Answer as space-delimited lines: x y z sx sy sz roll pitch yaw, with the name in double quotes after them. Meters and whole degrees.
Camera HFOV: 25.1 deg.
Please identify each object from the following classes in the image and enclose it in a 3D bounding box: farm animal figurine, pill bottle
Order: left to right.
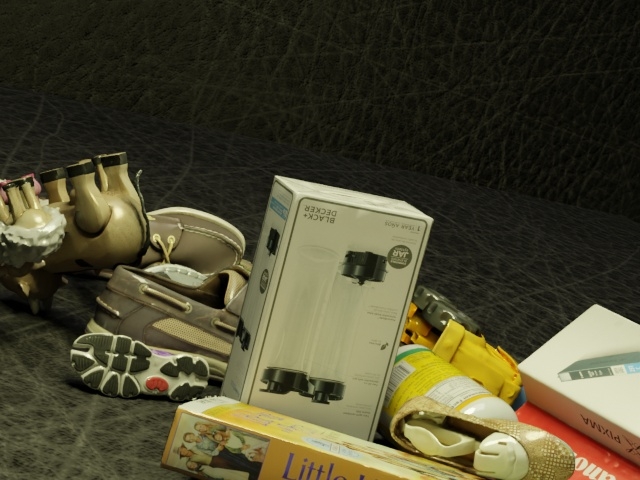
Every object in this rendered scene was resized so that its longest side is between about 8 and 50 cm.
-0.323 -0.005 1.815 0.330 0.172 0.327 -21 8 -42 "farm animal figurine"
0.149 0.211 1.621 0.118 0.117 0.208 6 18 -39 "pill bottle"

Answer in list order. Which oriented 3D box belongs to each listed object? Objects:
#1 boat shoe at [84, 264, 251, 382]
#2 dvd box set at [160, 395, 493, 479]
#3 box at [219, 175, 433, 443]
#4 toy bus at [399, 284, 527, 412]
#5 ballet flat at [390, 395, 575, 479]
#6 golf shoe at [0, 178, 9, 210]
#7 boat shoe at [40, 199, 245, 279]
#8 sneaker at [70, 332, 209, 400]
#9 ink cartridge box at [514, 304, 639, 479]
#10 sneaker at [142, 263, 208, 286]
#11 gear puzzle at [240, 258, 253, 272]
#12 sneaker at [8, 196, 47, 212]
-0.108 0.103 1.770 0.355 0.130 0.132 9 13 -31 "boat shoe"
0.077 0.239 1.369 0.420 0.062 0.307 17 -4 6 "dvd box set"
0.000 0.089 1.587 0.169 0.290 0.087 9 11 -21 "box"
0.186 0.173 1.851 0.211 0.149 0.220 27 6 -12 "toy bus"
0.160 0.216 1.487 0.206 0.073 0.067 10 18 34 "ballet flat"
-0.541 -0.059 2.201 0.176 0.069 0.086 11 32 -10 "golf shoe"
-0.264 0.010 2.075 0.324 0.116 0.096 9 17 -14 "boat shoe"
-0.212 0.148 1.639 0.170 0.068 0.071 19 -7 -32 "sneaker"
0.328 0.216 1.596 0.261 0.066 0.296 -36 38 -21 "ink cartridge box"
-0.143 0.094 1.895 0.229 0.086 0.132 7 17 -42 "sneaker"
-0.110 0.042 2.287 0.339 0.044 0.175 18 11 9 "gear puzzle"
-0.439 -0.034 2.140 0.066 0.071 0.188 22 13 30 "sneaker"
